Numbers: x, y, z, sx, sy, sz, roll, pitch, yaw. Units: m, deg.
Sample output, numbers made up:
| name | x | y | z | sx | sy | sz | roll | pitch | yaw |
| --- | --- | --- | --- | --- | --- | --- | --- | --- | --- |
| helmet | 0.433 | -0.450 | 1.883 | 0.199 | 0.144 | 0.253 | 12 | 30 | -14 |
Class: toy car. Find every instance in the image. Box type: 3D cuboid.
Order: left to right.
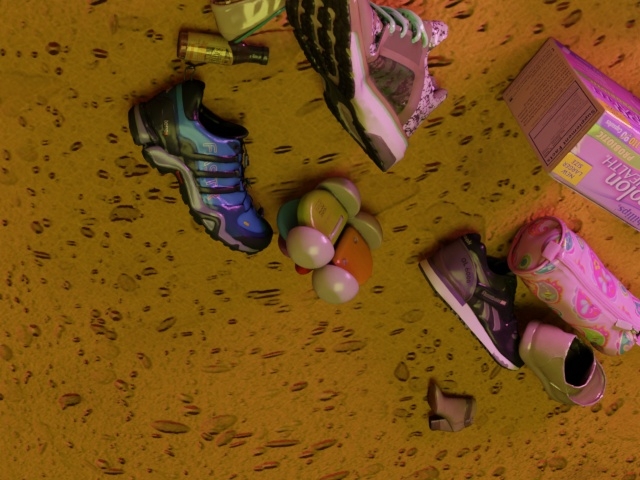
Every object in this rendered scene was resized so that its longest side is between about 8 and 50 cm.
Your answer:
| name | x | y | z | sx | sy | sz | roll | pitch | yaw |
| --- | --- | --- | --- | --- | --- | --- | --- | --- | --- |
| toy car | 0.000 | 0.000 | 1.747 | 0.136 | 0.159 | 0.182 | -3 | 135 | 39 |

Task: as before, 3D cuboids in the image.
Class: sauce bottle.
| name | x | y | z | sx | sy | sz | roll | pitch | yaw |
| --- | --- | --- | --- | --- | --- | --- | --- | --- | --- |
| sauce bottle | -0.136 | -0.267 | 1.585 | 0.128 | 0.042 | 0.042 | 5 | 123 | -11 |

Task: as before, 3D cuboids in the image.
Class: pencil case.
| name | x | y | z | sx | sy | sz | roll | pitch | yaw |
| --- | --- | --- | --- | --- | --- | --- | --- | --- | --- |
| pencil case | 0.430 | 0.080 | 1.867 | 0.124 | 0.124 | 0.284 | -39 | 120 | 17 |

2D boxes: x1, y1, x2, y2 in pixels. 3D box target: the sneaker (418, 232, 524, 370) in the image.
| name | x | y | z | sx | sy | sz | roll | pitch | yaw |
| --- | --- | --- | --- | --- | --- | --- | --- | --- | --- |
| sneaker | 0.291 | 0.103 | 1.876 | 0.124 | 0.107 | 0.283 | -38 | 122 | 9 |

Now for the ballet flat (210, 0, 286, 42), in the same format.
| name | x | y | z | sx | sy | sz | roll | pitch | yaw |
| --- | --- | --- | --- | --- | --- | --- | --- | --- | --- |
| ballet flat | -0.039 | -0.354 | 1.523 | 0.248 | 0.086 | 0.086 | -28 | 124 | 10 |

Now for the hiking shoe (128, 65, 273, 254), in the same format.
| name | x | y | z | sx | sy | sz | roll | pitch | yaw |
| --- | --- | --- | --- | --- | --- | --- | --- | --- | --- |
| hiking shoe | -0.146 | -0.101 | 1.654 | 0.132 | 0.113 | 0.304 | -32 | 123 | 13 |

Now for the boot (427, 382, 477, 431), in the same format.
| name | x | y | z | sx | sy | sz | roll | pitch | yaw |
| --- | --- | --- | --- | --- | --- | --- | --- | --- | --- |
| boot | 0.239 | 0.297 | 2.040 | 0.087 | 0.042 | 0.118 | -9 | 127 | -11 |

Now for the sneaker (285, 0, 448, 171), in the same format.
| name | x | y | z | sx | sy | sz | roll | pitch | yaw |
| --- | --- | --- | --- | --- | --- | --- | --- | --- | --- |
| sneaker | 0.081 | -0.270 | 1.534 | 0.182 | 0.158 | 0.410 | -39 | 152 | -7 |

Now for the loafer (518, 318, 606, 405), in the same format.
| name | x | y | z | sx | sy | sz | roll | pitch | yaw |
| --- | --- | --- | --- | --- | --- | --- | --- | --- | --- |
| loafer | 0.432 | 0.223 | 1.946 | 0.268 | 0.092 | 0.102 | 36 | 76 | -45 |

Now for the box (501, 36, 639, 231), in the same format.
| name | x | y | z | sx | sy | sz | roll | pitch | yaw |
| --- | --- | --- | --- | --- | --- | --- | --- | --- | --- |
| box | 0.404 | -0.150 | 1.632 | 0.213 | 0.243 | 0.117 | 28 | 116 | -24 |
